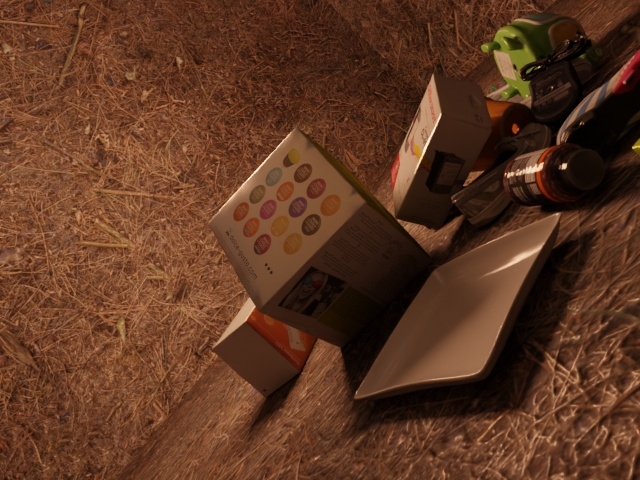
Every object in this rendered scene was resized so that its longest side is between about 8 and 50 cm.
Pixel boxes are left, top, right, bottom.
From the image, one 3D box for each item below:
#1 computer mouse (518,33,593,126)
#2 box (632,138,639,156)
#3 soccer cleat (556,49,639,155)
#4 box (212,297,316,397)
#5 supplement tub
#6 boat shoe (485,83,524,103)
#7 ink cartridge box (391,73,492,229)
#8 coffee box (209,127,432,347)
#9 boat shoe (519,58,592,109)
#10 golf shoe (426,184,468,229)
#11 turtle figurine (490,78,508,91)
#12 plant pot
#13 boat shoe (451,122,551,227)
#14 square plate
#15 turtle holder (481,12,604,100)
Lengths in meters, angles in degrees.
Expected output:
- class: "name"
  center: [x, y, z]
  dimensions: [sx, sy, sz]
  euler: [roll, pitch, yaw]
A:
- class: "computer mouse"
  center: [0.593, -0.374, 1.446]
  dimensions: [0.188, 0.072, 0.272]
  euler: [-24, 40, 40]
- class: "box"
  center: [0.543, -0.162, 0.833]
  dimensions: [0.109, 0.042, 0.178]
  euler: [-47, 7, 4]
- class: "soccer cleat"
  center: [0.565, -0.277, 1.052]
  dimensions: [0.331, 0.116, 0.143]
  euler: [-42, 8, 32]
- class: "box"
  center: [-0.134, 0.259, 1.762]
  dimensions: [0.168, 0.215, 0.345]
  euler: [-42, 9, 30]
- class: "supplement tub"
  center: [0.421, -0.117, 1.055]
  dimensions: [0.106, 0.106, 0.198]
  euler: [-47, 8, -6]
- class: "boat shoe"
  center: [0.614, -0.458, 1.938]
  dimensions: [0.302, 0.109, 0.094]
  euler: [-34, -4, 22]
- class: "ink cartridge box"
  center: [0.285, -0.216, 1.435]
  dimensions: [0.226, 0.131, 0.306]
  euler: [-85, 10, -50]
- class: "coffee box"
  center: [0.000, 0.000, 1.428]
  dimensions: [0.334, 0.338, 0.337]
  euler: [-46, 48, 9]
- class: "boat shoe"
  center: [0.618, -0.375, 1.535]
  dimensions: [0.226, 0.083, 0.075]
  euler: [-42, 36, 31]
- class: "golf shoe"
  center: [0.347, -0.103, 1.565]
  dimensions: [0.186, 0.067, 0.086]
  euler: [-38, 9, 50]
- class: "turtle figurine"
  center: [0.690, -0.591, 1.999]
  dimensions: [0.234, 0.175, 0.118]
  euler: [-55, 30, 8]
- class: "plant pot"
  center: [0.453, -0.286, 1.536]
  dimensions: [0.205, 0.205, 0.188]
  euler: [-48, 23, -16]
- class: "boat shoe"
  center: [0.422, -0.170, 1.348]
  dimensions: [0.320, 0.103, 0.118]
  euler: [-49, 7, -17]
- class: "square plate"
  center: [0.235, 0.130, 0.993]
  dimensions: [0.344, 0.049, 0.347]
  euler: [-50, 8, -32]
- class: "turtle holder"
  center: [0.634, -0.541, 1.660]
  dimensions: [0.227, 0.243, 0.320]
  euler: [-29, -2, 0]
